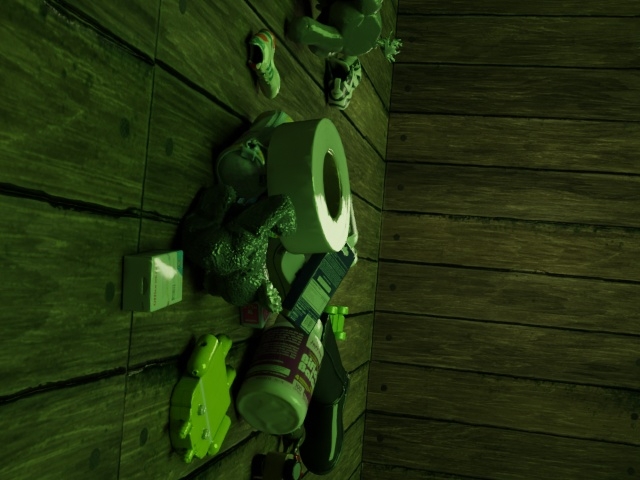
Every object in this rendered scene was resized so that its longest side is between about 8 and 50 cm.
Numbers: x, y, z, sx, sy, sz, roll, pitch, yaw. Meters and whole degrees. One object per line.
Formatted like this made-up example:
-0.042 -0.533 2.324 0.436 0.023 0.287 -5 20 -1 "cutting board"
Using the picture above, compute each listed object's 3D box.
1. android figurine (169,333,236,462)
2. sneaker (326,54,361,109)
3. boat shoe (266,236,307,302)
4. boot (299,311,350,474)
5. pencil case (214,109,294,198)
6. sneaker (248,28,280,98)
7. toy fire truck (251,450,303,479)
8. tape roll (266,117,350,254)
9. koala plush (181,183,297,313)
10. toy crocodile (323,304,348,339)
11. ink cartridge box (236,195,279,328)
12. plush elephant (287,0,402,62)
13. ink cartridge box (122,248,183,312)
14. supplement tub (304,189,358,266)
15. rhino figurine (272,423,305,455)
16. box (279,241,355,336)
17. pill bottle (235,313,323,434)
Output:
-0.228 0.312 1.509 0.273 0.056 0.248 -67 158 -59 "android figurine"
0.077 -0.557 2.480 0.153 0.094 0.235 90 20 -57 "sneaker"
-0.079 0.090 1.758 0.096 0.088 0.267 -51 147 -23 "boat shoe"
-0.014 0.458 2.291 0.445 0.146 0.367 77 18 -56 "boot"
-0.131 -0.190 1.632 0.273 0.114 0.124 -62 161 -62 "pencil case"
-0.135 -0.387 1.719 0.075 0.057 0.161 -46 143 -45 "sneaker"
-0.105 0.670 2.026 0.246 0.159 0.217 35 59 -63 "toy fire truck"
-0.019 -0.111 1.618 0.286 0.100 0.286 -5 90 -74 "tape roll"
-0.160 0.040 1.460 0.203 0.196 0.221 -56 150 -44 "koala plush"
0.017 0.268 2.508 0.340 0.105 0.115 19 76 -72 "toy crocodile"
-0.141 0.026 1.789 0.186 0.065 0.311 -62 152 -62 "ink cartridge box"
0.057 -0.632 2.094 0.330 0.255 0.272 23 113 -44 "plush elephant"
-0.270 0.063 1.240 0.122 0.052 0.088 -20 113 -78 "ink cartridge box"
-0.012 -0.067 1.889 0.191 0.191 0.272 -52 135 -68 "supplement tub"
-0.090 0.504 2.143 0.106 0.073 0.243 -65 155 -49 "rhino figurine"
-0.004 0.097 1.753 0.225 0.037 0.136 -57 149 -13 "box"
-0.086 0.307 1.874 0.301 0.169 0.169 -70 160 -50 "pill bottle"
